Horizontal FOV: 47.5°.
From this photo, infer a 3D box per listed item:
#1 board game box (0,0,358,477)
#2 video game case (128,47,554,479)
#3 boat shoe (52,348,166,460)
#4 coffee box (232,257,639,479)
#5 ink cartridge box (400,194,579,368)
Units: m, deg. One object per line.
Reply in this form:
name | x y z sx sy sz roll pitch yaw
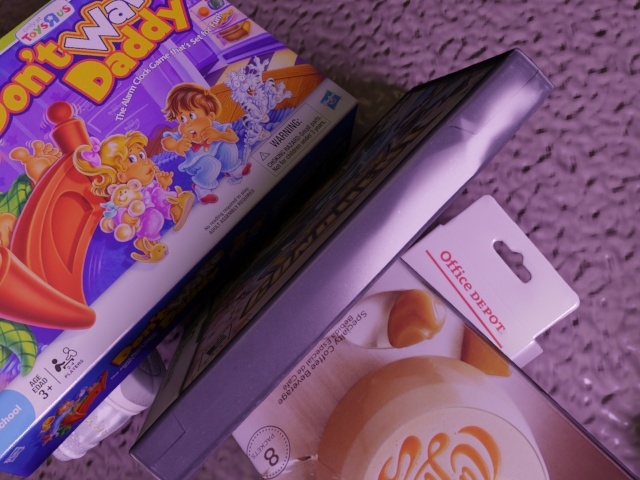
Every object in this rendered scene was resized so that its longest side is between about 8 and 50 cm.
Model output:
board game box | -0.172 -0.042 0.540 0.233 0.078 0.347 39 71 11
video game case | 0.000 0.000 0.471 0.035 0.248 0.275 43 93 -8
boat shoe | -0.250 0.029 0.623 0.103 0.118 0.320 -39 71 2
coffee box | 0.081 0.138 0.376 0.141 0.098 0.246 -48 54 2
ink cartridge box | 0.079 0.066 0.509 0.180 0.060 0.104 -38 64 7
